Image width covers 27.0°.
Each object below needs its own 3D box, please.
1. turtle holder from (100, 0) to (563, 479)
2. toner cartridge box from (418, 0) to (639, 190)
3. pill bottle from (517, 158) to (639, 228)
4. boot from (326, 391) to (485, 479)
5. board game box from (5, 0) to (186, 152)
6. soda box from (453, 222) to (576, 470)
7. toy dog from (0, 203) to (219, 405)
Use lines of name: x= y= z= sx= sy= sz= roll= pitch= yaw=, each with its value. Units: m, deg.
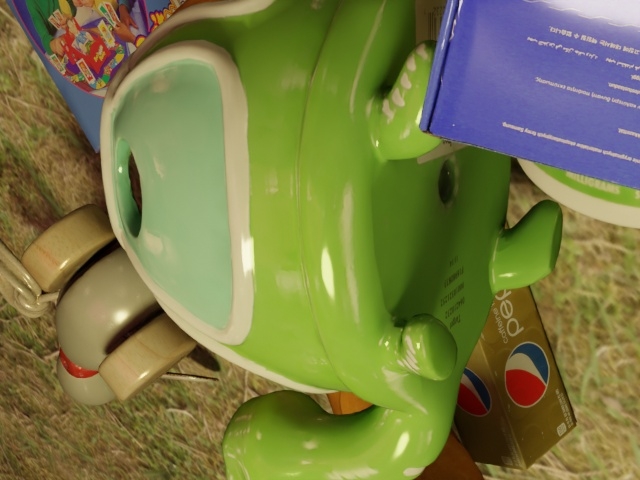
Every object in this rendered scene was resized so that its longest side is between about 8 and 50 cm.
turtle holder: x=0.006 y=-0.017 z=0.785 sx=0.227 sy=0.243 sz=0.320 roll=6 pitch=134 yaw=27
toner cartridge box: x=0.226 y=-0.081 z=0.513 sx=0.348 sy=0.075 sz=0.165 roll=16 pitch=132 yaw=5
pill bottle: x=0.167 y=-0.139 z=0.625 sx=0.136 sy=0.136 sz=0.245 roll=30 pitch=137 yaw=33
boot: x=0.039 y=0.129 z=0.917 sx=0.295 sy=0.104 sz=0.211 roll=68 pitch=179 yaw=-83
board game box: x=-0.127 y=-0.229 z=0.962 sx=0.347 sy=0.078 sz=0.233 roll=-25 pitch=97 yaw=55
soda box: x=0.112 y=0.064 z=0.920 sx=0.058 sy=0.061 sz=0.181 roll=-1 pitch=116 yaw=52
toy dog: x=-0.170 y=0.056 z=1.219 sx=0.220 sy=0.161 sz=0.334 roll=61 pitch=160 yaw=-12
